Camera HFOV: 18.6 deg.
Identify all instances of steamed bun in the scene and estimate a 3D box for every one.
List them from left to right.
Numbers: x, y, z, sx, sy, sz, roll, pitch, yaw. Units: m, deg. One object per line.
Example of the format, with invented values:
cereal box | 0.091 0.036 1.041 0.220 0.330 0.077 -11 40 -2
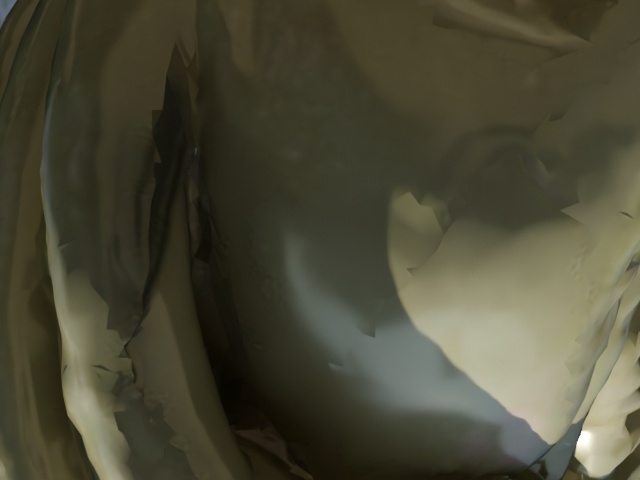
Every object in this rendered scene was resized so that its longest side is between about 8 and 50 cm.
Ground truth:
steamed bun | 0.000 0.000 0.475 0.207 0.268 0.280 24 174 20
